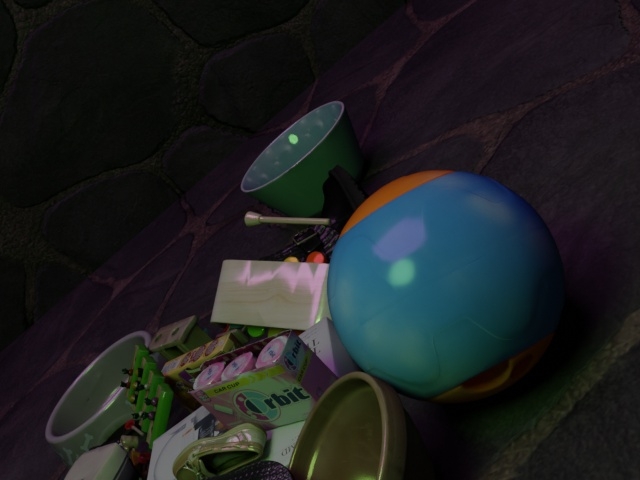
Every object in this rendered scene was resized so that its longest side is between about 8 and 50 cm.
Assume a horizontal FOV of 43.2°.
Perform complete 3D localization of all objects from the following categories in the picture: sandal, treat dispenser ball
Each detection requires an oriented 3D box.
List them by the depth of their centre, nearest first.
[{"bbox_3d":[0.152,0.056,1.001,0.288,0.288,0.288,-35,22,17],"label":"treat dispenser ball"},{"bbox_3d":[-0.093,0.318,1.012,0.179,0.040,0.067,-19,40,36],"label":"sandal"}]

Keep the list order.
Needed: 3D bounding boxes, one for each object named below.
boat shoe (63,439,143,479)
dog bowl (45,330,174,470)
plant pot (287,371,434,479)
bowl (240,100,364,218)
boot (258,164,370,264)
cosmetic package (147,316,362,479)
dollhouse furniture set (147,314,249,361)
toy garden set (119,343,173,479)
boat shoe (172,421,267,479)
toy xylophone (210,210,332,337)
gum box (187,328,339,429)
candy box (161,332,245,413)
[{"bbox_3d":[-0.353,0.465,1.224,0.127,0.158,0.340,-23,18,25],"label":"boat shoe"},{"bbox_3d":[-0.452,0.342,1.760,0.349,0.102,0.348,-36,21,16],"label":"dog bowl"},{"bbox_3d":[0.055,0.279,0.931,0.237,0.110,0.237,-52,25,37],"label":"plant pot"},{"bbox_3d":[-0.021,-0.167,1.912,0.312,0.163,0.311,-35,23,17],"label":"bowl"},{"bbox_3d":[-0.002,-0.003,1.603,0.260,0.131,0.348,-39,21,7],"label":"boot"},{"bbox_3d":[-0.099,0.315,1.208,0.377,0.097,0.284,-37,24,11],"label":"cosmetic package"},{"bbox_3d":[-0.235,0.186,1.643,0.129,0.129,0.183,-22,30,43],"label":"dollhouse furniture set"},{"bbox_3d":[-0.343,0.327,1.497,0.244,0.049,0.203,29,107,63],"label":"toy garden set"},{"bbox_3d":[-0.141,0.301,1.107,0.153,0.056,0.048,-26,26,16],"label":"boat shoe"},{"bbox_3d":[-0.060,0.074,1.407,0.323,0.081,0.236,11,79,36],"label":"toy xylophone"},{"bbox_3d":[-0.083,0.202,1.117,0.188,0.107,0.062,-24,28,36],"label":"gum box"},{"bbox_3d":[-0.200,0.248,1.490,0.187,0.109,0.053,-29,24,32],"label":"candy box"}]
